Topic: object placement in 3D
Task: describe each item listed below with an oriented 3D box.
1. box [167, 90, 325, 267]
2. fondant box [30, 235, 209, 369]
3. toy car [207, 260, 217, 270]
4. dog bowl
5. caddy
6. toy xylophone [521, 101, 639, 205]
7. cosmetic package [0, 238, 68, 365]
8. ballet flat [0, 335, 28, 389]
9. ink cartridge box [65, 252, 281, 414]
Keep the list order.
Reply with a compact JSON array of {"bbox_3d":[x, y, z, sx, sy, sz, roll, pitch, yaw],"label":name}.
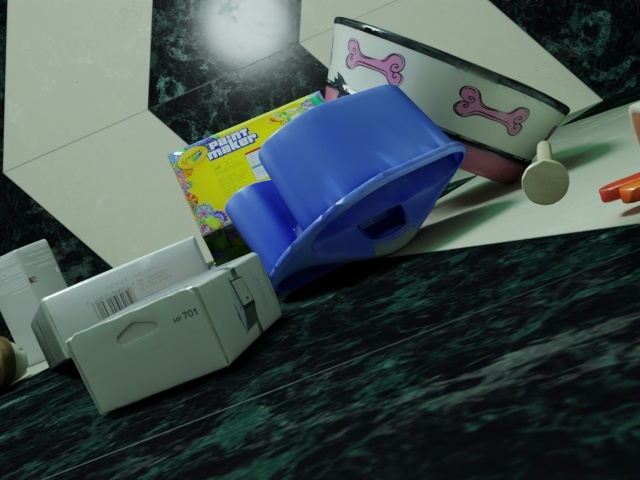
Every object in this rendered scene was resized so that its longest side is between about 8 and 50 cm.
[{"bbox_3d":[-0.090,-0.082,1.466,0.290,0.177,0.279,-24,-21,-7],"label":"box"},{"bbox_3d":[-0.325,0.108,1.273,0.238,0.096,0.330,-24,0,-25],"label":"fondant box"},{"bbox_3d":[-0.290,0.101,1.705,0.239,0.053,0.225,-23,4,1],"label":"toy car"},{"bbox_3d":[0.187,-0.223,1.312,0.408,0.150,0.408,20,11,-4],"label":"dog bowl"},{"bbox_3d":[0.046,-0.056,1.045,0.341,0.179,0.241,-27,-17,-43],"label":"caddy"},{"bbox_3d":[0.266,-0.066,0.546,0.236,0.081,0.323,-21,4,25],"label":"toy xylophone"},{"bbox_3d":[-0.602,0.133,1.693,0.107,0.237,0.127,-24,6,15],"label":"cosmetic package"},{"bbox_3d":[-0.607,0.234,1.435,0.124,0.116,0.342,-1,-18,-47],"label":"ballet flat"},{"bbox_3d":[-0.134,0.083,0.785,0.140,0.082,0.191,-22,5,14],"label":"ink cartridge box"}]
